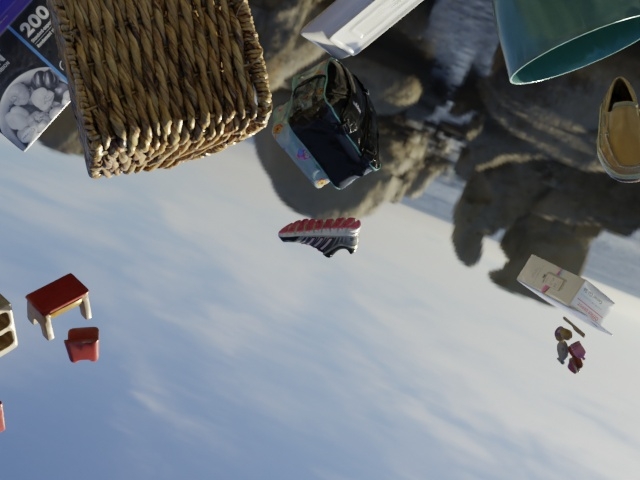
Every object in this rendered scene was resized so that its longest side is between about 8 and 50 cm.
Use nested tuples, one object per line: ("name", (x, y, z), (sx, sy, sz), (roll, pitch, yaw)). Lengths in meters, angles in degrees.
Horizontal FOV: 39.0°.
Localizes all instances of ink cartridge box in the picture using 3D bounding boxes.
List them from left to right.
("ink cartridge box", (-0.471, -0.281, 1.398), (0.208, 0.206, 0.045), (44, 172, -33))
("ink cartridge box", (0.501, 0.108, 1.802), (0.115, 0.067, 0.198), (32, -179, -34))

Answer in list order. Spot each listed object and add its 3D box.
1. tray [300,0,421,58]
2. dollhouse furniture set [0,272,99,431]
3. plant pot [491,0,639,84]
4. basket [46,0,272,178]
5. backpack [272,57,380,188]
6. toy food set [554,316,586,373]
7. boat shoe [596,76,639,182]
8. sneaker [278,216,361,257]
("tray", (0.107, -0.359, 1.319), (0.030, 0.270, 0.145), (59, -161, 19))
("dollhouse furniture set", (-0.545, 0.186, 1.585), (0.374, 0.152, 0.201), (-31, -125, -34))
("plant pot", (0.452, -0.459, 1.680), (0.293, 0.235, 0.293), (-18, 174, -2))
("basket", (-0.206, -0.240, 1.104), (0.223, 0.299, 0.213), (-15, 177, -15))
("backpack", (0.013, -0.188, 1.428), (0.144, 0.188, 0.166), (-24, 127, 30))
("toy food set", (0.441, 0.195, 1.602), (0.078, 0.019, 0.122), (47, 157, 45))
("boat shoe", (0.408, -0.156, 1.227), (0.068, 0.072, 0.190), (-2, -140, 7))
("sneaker", (0.000, 0.000, 1.780), (0.170, 0.075, 0.063), (-3, -154, 14))
